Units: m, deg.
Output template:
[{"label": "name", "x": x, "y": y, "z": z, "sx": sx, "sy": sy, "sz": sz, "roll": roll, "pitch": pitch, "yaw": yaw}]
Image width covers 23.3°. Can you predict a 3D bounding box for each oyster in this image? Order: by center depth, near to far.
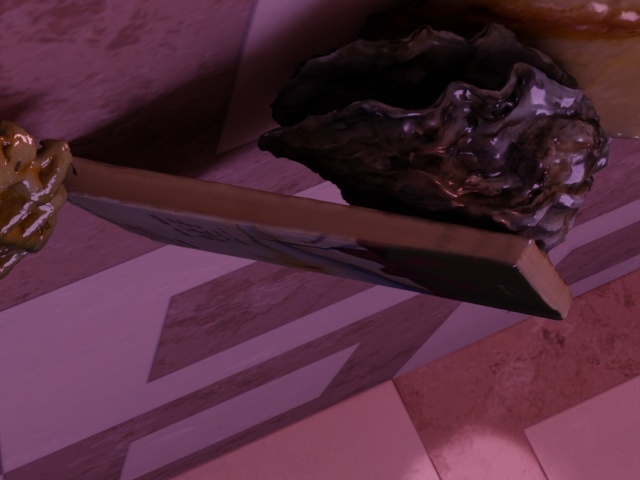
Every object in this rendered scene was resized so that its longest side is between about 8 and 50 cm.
[{"label": "oyster", "x": 0.084, "y": -0.043, "z": 0.955, "sx": 0.267, "sy": 0.112, "sz": 0.198, "roll": 20, "pitch": 154, "yaw": -39}]

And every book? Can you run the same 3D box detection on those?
[{"label": "book", "x": 0.000, "y": 0.000, "z": 0.938, "sx": 0.289, "sy": 0.026, "sz": 0.201, "roll": 10, "pitch": 173, "yaw": 18}]

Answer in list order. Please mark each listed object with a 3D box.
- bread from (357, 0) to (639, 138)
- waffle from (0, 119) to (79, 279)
[{"label": "bread", "x": 0.244, "y": -0.128, "z": 0.889, "sx": 0.405, "sy": 0.242, "sz": 0.346, "roll": -27, "pitch": 166, "yaw": -11}, {"label": "waffle", "x": -0.236, "y": 0.001, "z": 0.812, "sx": 0.214, "sy": 0.054, "sz": 0.208, "roll": -10, "pitch": 164, "yaw": -35}]
